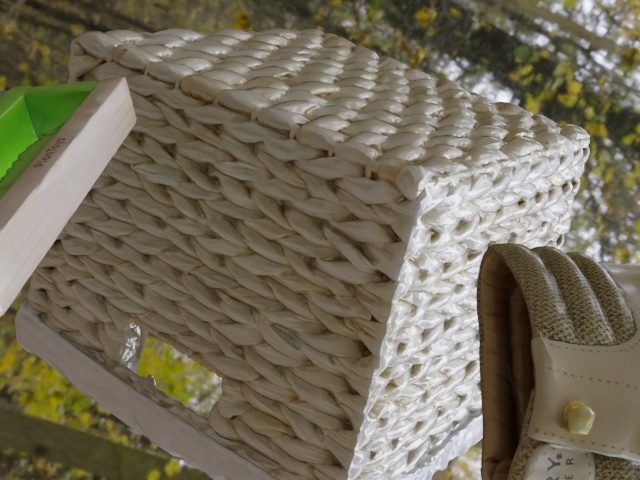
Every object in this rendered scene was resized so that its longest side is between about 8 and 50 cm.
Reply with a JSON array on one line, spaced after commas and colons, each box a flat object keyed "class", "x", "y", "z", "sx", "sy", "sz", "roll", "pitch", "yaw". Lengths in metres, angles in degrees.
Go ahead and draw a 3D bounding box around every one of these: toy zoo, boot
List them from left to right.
[{"class": "toy zoo", "x": -0.258, "y": -0.021, "z": 0.470, "sx": 0.192, "sy": 0.293, "sz": 0.030, "roll": -78, "pitch": 161, "yaw": -59}, {"class": "boot", "x": 0.161, "y": 0.099, "z": 0.318, "sx": 0.262, "sy": 0.203, "sz": 0.095, "roll": -94, "pitch": -168, "yaw": -46}]

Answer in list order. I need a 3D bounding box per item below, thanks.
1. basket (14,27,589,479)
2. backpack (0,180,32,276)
[{"class": "basket", "x": 0.000, "y": 0.000, "z": 0.758, "sx": 0.328, "sy": 0.331, "sz": 0.266, "roll": 26, "pitch": -67, "yaw": 28}, {"class": "backpack", "x": -0.314, "y": -0.024, "z": 0.993, "sx": 0.120, "sy": 0.098, "sz": 0.101, "roll": -53, "pitch": 176, "yaw": -45}]
